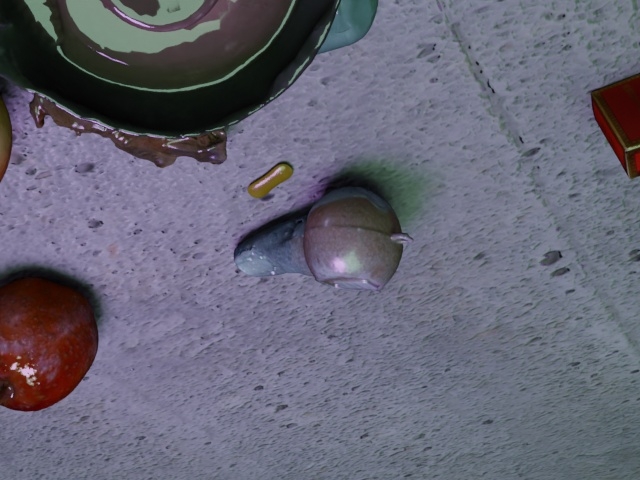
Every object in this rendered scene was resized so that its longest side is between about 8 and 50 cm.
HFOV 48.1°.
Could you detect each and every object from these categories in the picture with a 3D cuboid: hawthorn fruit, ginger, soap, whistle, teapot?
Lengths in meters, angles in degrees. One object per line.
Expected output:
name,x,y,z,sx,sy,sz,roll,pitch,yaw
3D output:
hawthorn fruit,-0.510,0.187,1.281,0.231,0.263,0.235,-4,111,-32
ginger,-0.275,-0.177,1.055,0.290,0.084,0.122,20,108,-18
soap,-0.083,-0.097,1.183,0.089,0.012,0.034,-34,128,25
whistle,0.000,0.000,1.216,0.347,0.189,0.189,-7,139,33
teapot,-0.093,-0.271,0.560,0.376,0.362,0.306,-24,128,5

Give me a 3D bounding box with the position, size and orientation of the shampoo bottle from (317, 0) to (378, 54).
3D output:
shampoo bottle,-0.099,-0.283,0.905,0.349,0.151,0.222,-14,126,9

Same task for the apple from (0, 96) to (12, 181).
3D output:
apple,-0.540,-0.136,0.914,0.286,0.233,0.286,24,161,9

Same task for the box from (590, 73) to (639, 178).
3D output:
box,0.541,-0.197,1.049,0.239,0.153,0.074,-20,128,14
